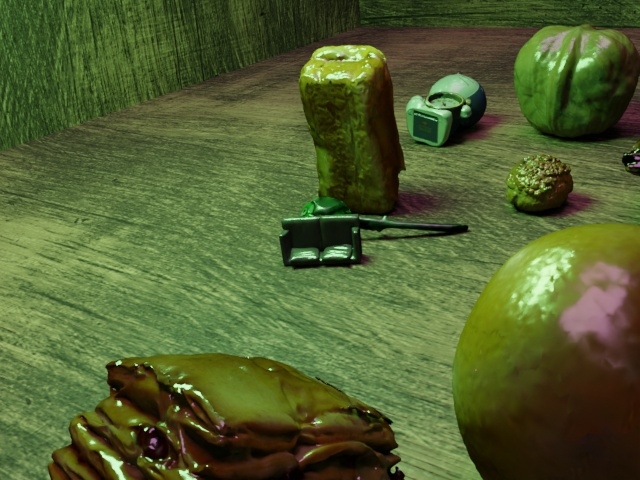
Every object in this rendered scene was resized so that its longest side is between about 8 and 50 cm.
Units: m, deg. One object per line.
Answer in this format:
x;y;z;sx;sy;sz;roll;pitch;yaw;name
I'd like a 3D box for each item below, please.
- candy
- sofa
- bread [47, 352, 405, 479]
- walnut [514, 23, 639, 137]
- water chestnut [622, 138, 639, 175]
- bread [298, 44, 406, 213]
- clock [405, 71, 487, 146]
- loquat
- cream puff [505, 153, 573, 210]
0.122;-0.031;1.514;0.324;0.097;0.097;4;25;3;candy
0.000;0.000;1.443;0.147;0.085;0.060;-1;21;11;sofa
-0.085;0.207;0.817;0.325;0.166;0.278;-2;15;-43;bread
0.627;-0.391;1.935;0.253;0.276;0.282;-22;39;-20;walnut
0.702;-0.157;1.426;0.244;0.289;0.289;-33;11;29;water chestnut
0.068;-0.224;1.620;0.195;0.343;0.148;7;37;25;bread
0.331;-0.348;2.067;0.200;0.146;0.243;17;37;34;clock
0.287;0.150;0.789;0.329;0.328;0.359;-12;-20;-12;loquat
0.437;-0.120;1.573;0.126;0.103;0.144;11;23;37;cream puff
